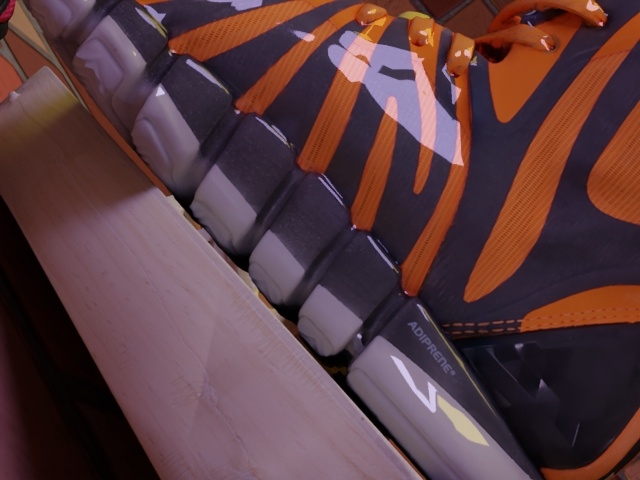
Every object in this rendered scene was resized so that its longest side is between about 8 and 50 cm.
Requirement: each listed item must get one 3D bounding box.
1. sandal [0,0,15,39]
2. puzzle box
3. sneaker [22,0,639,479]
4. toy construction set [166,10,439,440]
[{"bbox_3d":[-0.186,-0.137,0.751,0.067,0.040,0.179,52,6,-13],"label":"sandal"},{"bbox_3d":[0.005,0.091,0.526,0.272,0.052,0.409,51,-4,-28],"label":"puzzle box"},{"bbox_3d":[0.024,-0.064,0.520,0.321,0.180,0.124,48,-4,2],"label":"sneaker"},{"bbox_3d":[0.000,0.000,0.777,0.215,0.151,0.327,38,-17,-9],"label":"toy construction set"}]
